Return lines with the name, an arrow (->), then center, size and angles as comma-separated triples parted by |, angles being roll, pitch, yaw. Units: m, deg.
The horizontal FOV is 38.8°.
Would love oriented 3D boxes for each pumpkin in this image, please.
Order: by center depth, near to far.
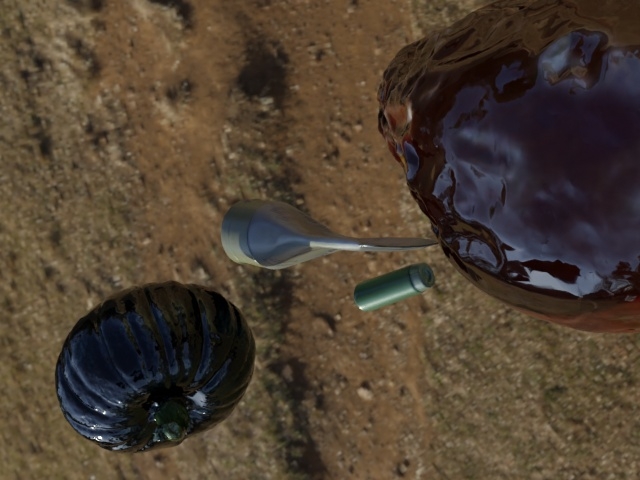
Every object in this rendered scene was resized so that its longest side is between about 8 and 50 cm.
pumpkin -> -0.157, 0.123, 0.876 | 0.194, 0.194, 0.150 | -30, 71, 48

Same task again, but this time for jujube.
jujube -> 0.111, -0.050, 0.442 | 0.236, 0.168, 0.168 | -140, 45, -58

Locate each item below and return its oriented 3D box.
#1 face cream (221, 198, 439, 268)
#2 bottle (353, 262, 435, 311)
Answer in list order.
face cream -> 0.000, 0.000, 0.882 | 0.224, 0.114, 0.070 | 7, 97, 43
bottle -> 0.071, 0.045, 0.884 | 0.083, 0.030, 0.030 | -23, 89, 39
